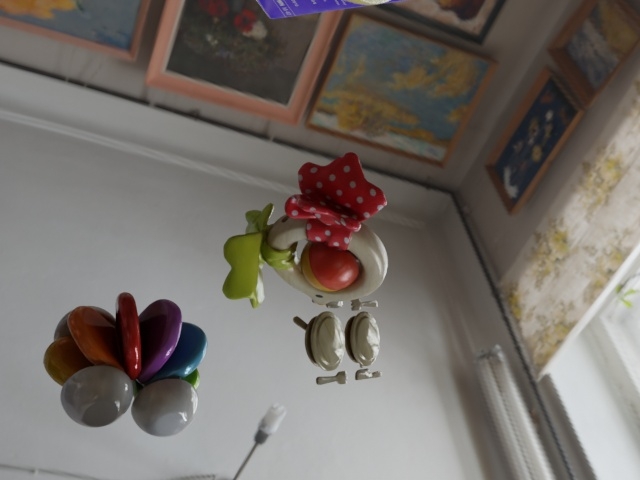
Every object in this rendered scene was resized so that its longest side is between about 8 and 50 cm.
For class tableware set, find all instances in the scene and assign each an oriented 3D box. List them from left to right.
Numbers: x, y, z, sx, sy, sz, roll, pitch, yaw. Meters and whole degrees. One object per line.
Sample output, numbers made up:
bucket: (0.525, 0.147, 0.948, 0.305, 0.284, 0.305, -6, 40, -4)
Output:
tableware set: (0.030, 0.153, 1.241, 0.194, 0.039, 0.128, 9, -104, -56)

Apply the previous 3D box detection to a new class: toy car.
toy car: (-0.207, 0.123, 0.912, 0.182, 0.136, 0.159, 18, -157, -33)

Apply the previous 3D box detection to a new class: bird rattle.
bird rattle: (0.000, 0.000, 1.067, 0.207, 0.253, 0.143, 40, -142, -29)

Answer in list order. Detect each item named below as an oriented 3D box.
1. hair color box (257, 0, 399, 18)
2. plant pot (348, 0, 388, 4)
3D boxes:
hair color box: (0.082, -0.387, 0.976, 0.110, 0.338, 0.185, 45, -128, -52)
plant pot: (-0.024, -0.344, 0.646, 0.239, 0.254, 0.254, 27, -148, 25)
